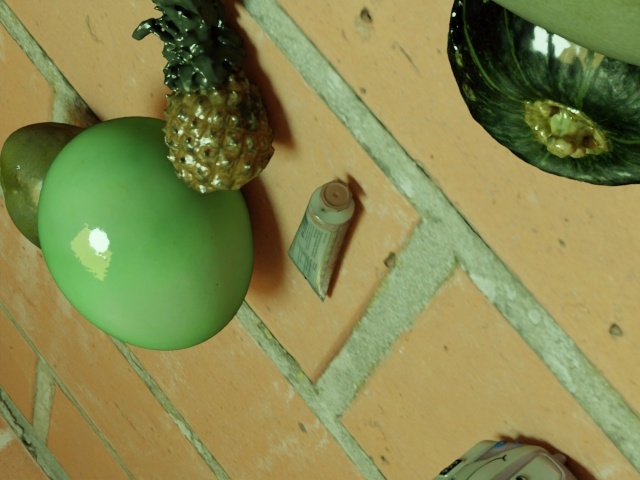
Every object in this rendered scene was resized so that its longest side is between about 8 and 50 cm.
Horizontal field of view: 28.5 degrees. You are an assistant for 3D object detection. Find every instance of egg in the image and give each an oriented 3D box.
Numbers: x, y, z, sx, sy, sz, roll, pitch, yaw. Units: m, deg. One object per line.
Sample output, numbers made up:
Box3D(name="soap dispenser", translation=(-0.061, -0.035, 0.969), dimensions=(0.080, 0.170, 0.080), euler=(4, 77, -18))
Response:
Box3D(name="egg", translation=(-0.184, -0.005, 1.352), dimensions=(0.220, 0.220, 0.270), euler=(27, 147, 45))

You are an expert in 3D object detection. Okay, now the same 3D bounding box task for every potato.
Box3D(name="potato", translation=(-0.305, -0.050, 1.590), dimensions=(0.235, 0.160, 0.178), euler=(55, -178, -32))

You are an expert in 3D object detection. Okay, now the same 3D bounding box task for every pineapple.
Box3D(name="pineapple", translation=(-0.113, -0.169, 1.190), dimensions=(0.119, 0.111, 0.237), euler=(-3, 116, 26))

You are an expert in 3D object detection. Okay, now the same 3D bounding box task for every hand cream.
Box3D(name="hand cream", translation=(0.000, 0.000, 1.260), dimensions=(0.067, 0.043, 0.210), euler=(52, 159, 13))

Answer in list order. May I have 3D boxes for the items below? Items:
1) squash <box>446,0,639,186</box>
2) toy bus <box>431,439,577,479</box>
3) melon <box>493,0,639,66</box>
Box3D(name="squash", translation=(0.166, -0.112, 0.728), dimensions=(0.193, 0.156, 0.193), euler=(20, 139, 18))
Box3D(name="toy bus", translation=(0.189, 0.295, 1.166), dimensions=(0.202, 0.142, 0.142), euler=(61, 159, -12))
Box3D(name="melon", translation=(0.162, -0.197, 0.507), dimensions=(0.330, 0.268, 0.268), euler=(31, 145, 27))
